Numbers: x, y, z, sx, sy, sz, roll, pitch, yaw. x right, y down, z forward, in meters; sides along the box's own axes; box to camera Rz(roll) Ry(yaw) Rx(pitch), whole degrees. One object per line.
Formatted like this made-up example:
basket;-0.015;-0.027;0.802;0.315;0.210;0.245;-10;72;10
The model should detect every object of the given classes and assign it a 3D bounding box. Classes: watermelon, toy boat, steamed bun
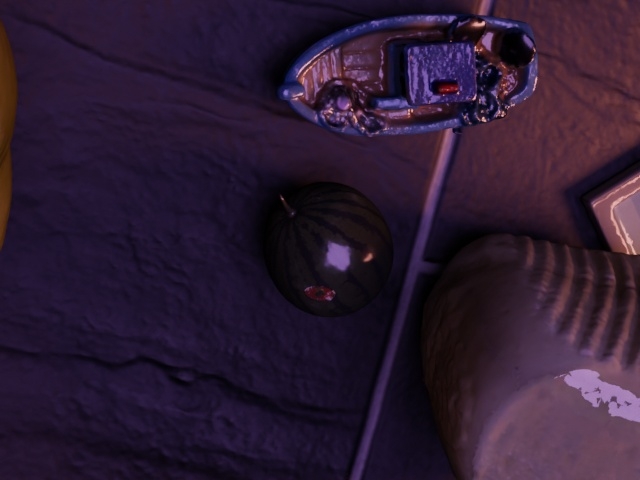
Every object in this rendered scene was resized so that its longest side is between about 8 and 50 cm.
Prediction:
watermelon;0.000;0.000;1.044;0.105;0.105;0.133;-42;131;-3
toy boat;0.071;-0.129;1.040;0.223;0.097;0.100;-9;104;-16
steamed bun;0.208;0.157;1.071;0.273;0.290;0.272;13;107;-2

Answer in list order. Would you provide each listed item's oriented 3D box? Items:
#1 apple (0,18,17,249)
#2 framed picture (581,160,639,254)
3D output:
apple;-0.398;-0.017;0.740;0.473;0.473;0.474;-5;106;-17
framed picture;0.412;0.037;1.236;0.247;0.022;0.335;-31;112;-7
